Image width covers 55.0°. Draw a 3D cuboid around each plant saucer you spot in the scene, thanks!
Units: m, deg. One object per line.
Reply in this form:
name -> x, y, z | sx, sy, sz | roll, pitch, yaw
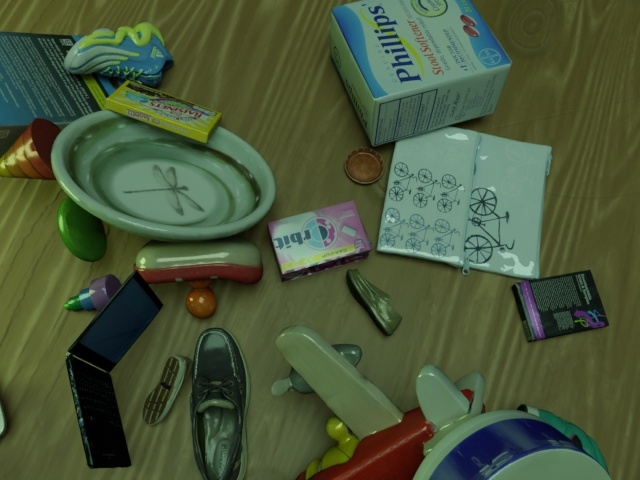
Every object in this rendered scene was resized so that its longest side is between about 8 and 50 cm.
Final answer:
plant saucer -> 0.091, -0.155, 1.284 | 0.083, 0.013, 0.084 | 1, 70, -4
plant saucer -> -0.286, -0.106, 1.144 | 0.400, 0.101, 0.400 | 14, 35, -11

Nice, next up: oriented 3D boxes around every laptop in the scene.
laptop -> -0.312, 0.220, 1.011 | 0.136, 0.234, 0.264 | -17, 72, -9

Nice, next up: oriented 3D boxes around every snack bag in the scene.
snack bag -> 0.304, -0.089, 1.264 | 0.342, 0.037, 0.323 | 13, 70, 1

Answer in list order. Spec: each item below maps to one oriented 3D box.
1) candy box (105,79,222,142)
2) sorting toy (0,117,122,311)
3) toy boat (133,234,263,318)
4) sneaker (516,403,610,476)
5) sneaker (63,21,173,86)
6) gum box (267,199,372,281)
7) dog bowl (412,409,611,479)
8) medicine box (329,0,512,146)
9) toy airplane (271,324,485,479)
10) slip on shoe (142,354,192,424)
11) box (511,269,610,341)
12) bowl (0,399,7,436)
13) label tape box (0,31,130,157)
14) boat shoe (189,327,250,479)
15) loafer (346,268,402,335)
candy box -> -0.308, -0.258, 1.223 | 0.205, 0.027, 0.105 | 19, 38, -3
sorting toy -> -0.486, -0.029, 1.118 | 0.126, 0.127, 0.366 | -18, 99, 8
toy boat -> -0.221, 0.070, 1.137 | 0.231, 0.151, 0.151 | -5, 101, -5
sneaker -> 0.406, 0.446, 1.045 | 0.178, 0.124, 0.296 | 12, 77, 3
sneaker -> -0.395, -0.368, 1.256 | 0.126, 0.091, 0.240 | 48, 49, 1
gum box -> 0.000, 0.000, 1.198 | 0.188, 0.062, 0.107 | -16, 73, -9
dog bowl -> 0.250, 0.366, 0.806 | 0.264, 0.104, 0.265 | -4, 103, -18
medicine box -> 0.195, -0.372, 1.275 | 0.289, 0.149, 0.264 | -16, 63, -10
toy airplane -> 0.106, 0.326, 0.981 | 0.384, 0.272, 0.386 | 3, 100, 4
slip on shoe -> -0.271, 0.266, 1.093 | 0.051, 0.041, 0.135 | 24, 93, 29
box -> 0.469, 0.127, 1.203 | 0.162, 0.029, 0.116 | -9, 73, -6
bowl -> -0.618, 0.302, 1.058 | 0.142, 0.053, 0.142 | -25, 74, -12
label tape box -> -0.547, -0.293, 1.221 | 0.333, 0.106, 0.241 | -17, 68, -49
boat shoe -> -0.177, 0.286, 1.070 | 0.102, 0.092, 0.285 | -3, 70, -2
loafer -> 0.102, 0.112, 1.173 | 0.050, 0.056, 0.148 | -33, 86, -15
